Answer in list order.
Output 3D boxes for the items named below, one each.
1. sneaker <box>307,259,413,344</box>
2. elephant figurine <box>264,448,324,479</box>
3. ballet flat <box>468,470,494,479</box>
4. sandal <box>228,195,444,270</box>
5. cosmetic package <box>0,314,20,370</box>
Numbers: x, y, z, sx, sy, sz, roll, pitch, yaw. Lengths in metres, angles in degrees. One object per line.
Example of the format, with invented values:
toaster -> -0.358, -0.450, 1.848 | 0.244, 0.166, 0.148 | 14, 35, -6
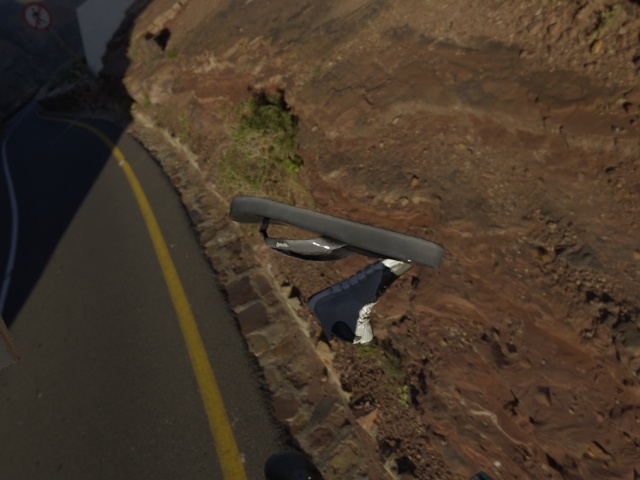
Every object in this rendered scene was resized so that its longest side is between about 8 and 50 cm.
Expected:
sneaker -> 0.095, 0.121, 0.849 | 0.229, 0.086, 0.132 | -30, 75, 23
elephant figurine -> -0.021, 0.305, 0.459 | 0.239, 0.186, 0.169 | -60, 38, 29
ballet flat -> 0.291, 0.416, 0.609 | 0.086, 0.086, 0.248 | -49, 29, -12
sandal -> 0.000, 0.000, 0.493 | 0.255, 0.097, 0.054 | 15, 88, 26
cosmetic package -> -0.438, -0.025, 0.393 | 0.155, 0.365, 0.197 | -31, 45, -32
